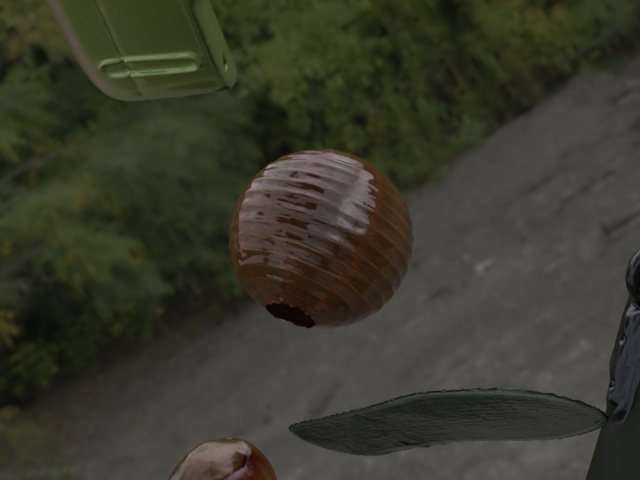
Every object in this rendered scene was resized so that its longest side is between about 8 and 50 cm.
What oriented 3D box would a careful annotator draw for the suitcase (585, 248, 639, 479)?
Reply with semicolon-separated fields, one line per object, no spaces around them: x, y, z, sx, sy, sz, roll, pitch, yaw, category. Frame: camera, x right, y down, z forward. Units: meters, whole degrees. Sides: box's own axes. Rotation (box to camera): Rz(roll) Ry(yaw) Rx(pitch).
0.283;0.194;1.073;0.345;0.188;0.339;-147;73;-72;suitcase

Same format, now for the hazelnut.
-0.073;0.189;1.310;0.086;0.086;0.086;-32;9;6;hazelnut

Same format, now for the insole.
0.060;0.100;0.947;0.232;0.080;0.003;-16;55;51;insole

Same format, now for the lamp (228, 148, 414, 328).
0.000;0.000;1.272;0.136;0.136;0.136;-32;9;6;lamp

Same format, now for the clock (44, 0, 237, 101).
-0.106;-0.257;1.030;0.096;0.235;0.308;-5;59;11;clock
